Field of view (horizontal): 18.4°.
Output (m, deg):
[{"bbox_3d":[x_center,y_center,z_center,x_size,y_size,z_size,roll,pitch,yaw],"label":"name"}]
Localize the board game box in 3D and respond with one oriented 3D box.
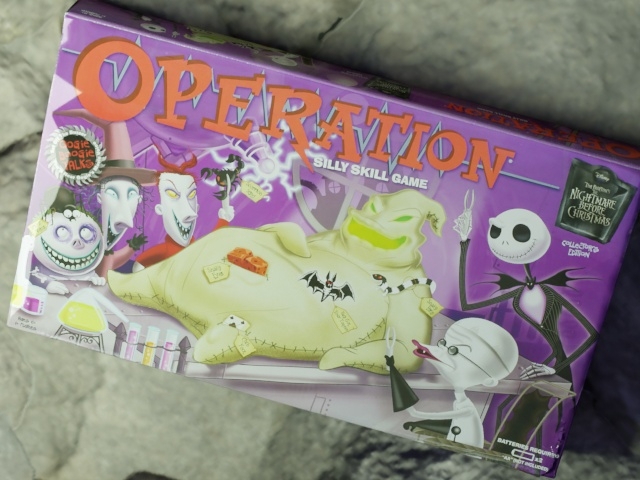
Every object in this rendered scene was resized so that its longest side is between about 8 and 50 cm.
[{"bbox_3d":[0.000,0.000,1.171,0.347,0.056,0.208,15,108,4],"label":"board game box"}]
